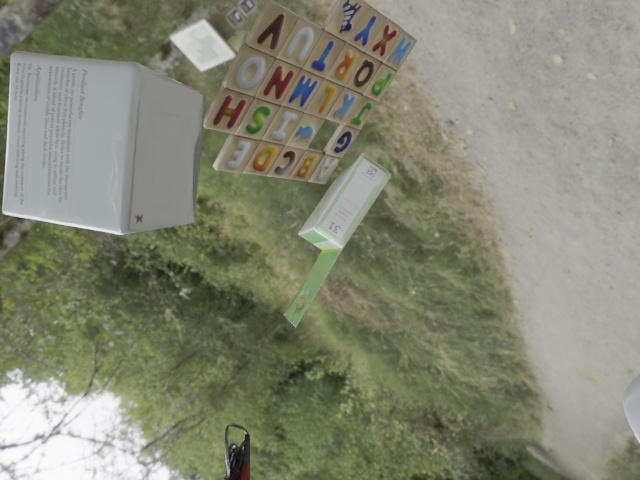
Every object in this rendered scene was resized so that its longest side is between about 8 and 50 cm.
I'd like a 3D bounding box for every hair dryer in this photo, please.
[{"bbox_3d":[-0.149,0.512,1.047,0.080,0.224,0.294,9,136,37],"label":"hair dryer"}]

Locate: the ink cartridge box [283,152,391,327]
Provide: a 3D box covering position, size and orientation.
[{"bbox_3d":[0.000,0.000,0.784,0.056,0.235,0.171,35,174,-6],"label":"ink cartridge box"}]

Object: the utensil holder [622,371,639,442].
[{"bbox_3d":[0.598,0.149,0.612,0.327,0.386,0.328,22,-153,-12],"label":"utensil holder"}]

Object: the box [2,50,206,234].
[{"bbox_3d":[-0.139,-0.062,0.372,0.087,0.101,0.102,9,-173,12],"label":"box"}]

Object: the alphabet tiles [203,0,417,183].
[{"bbox_3d":[-0.007,-0.146,0.555,0.009,0.198,0.237,44,-157,24],"label":"alphabet tiles"}]
